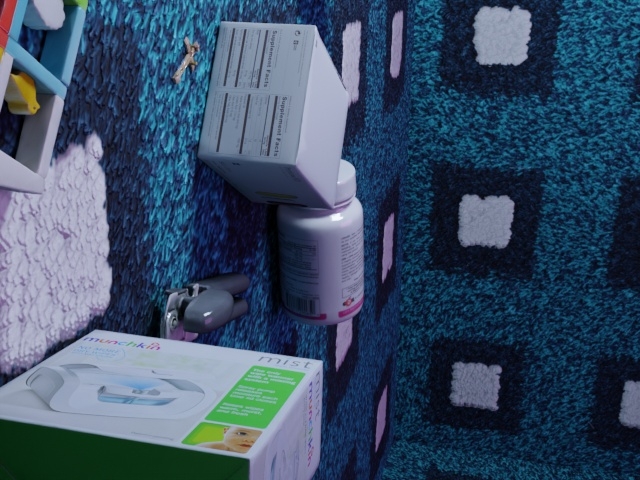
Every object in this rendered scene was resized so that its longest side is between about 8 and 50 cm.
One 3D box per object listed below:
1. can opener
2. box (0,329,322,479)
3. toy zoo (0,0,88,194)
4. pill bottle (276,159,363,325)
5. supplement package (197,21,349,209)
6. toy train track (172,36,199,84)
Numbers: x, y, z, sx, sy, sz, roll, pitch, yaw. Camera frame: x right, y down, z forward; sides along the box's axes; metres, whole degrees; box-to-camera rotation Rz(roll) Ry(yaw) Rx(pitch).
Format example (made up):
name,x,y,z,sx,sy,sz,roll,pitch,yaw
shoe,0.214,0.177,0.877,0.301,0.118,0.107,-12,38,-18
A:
name,x,y,z,sx,sy,sz,roll,pitch,yaw
can opener,-0.139,0.095,1.129,0.283,0.095,0.076,-17,113,-75
box,-0.150,0.190,0.772,0.231,0.261,0.127,-39,133,-70
toy zoo,-0.260,-0.162,0.659,0.192,0.030,0.293,53,44,-70
pill bottle,0.000,0.000,1.529,0.160,0.160,0.283,-61,154,-58
supplement package,-0.059,-0.177,1.245,0.262,0.145,0.204,41,55,-73
toy train track,-0.168,-0.226,1.053,0.048,0.014,0.083,82,20,-44
